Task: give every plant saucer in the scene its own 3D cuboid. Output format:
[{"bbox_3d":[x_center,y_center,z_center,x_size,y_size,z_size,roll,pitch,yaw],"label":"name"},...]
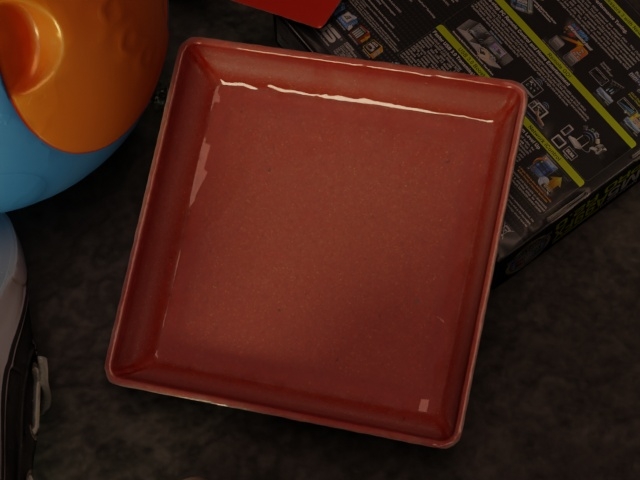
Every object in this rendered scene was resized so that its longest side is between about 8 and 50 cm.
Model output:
[{"bbox_3d":[0.000,0.000,1.242,0.259,0.048,0.259,9,80,15],"label":"plant saucer"}]

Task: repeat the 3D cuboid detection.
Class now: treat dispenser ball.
[{"bbox_3d":[-0.248,-0.161,1.219,0.288,0.288,0.288,0,68,1],"label":"treat dispenser ball"}]

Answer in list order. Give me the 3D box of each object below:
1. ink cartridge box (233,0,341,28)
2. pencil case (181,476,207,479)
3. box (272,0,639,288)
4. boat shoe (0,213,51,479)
[{"bbox_3d":[-0.021,-0.285,1.355,0.189,0.066,0.232,21,58,25],"label":"ink cartridge box"},{"bbox_3d":[0.005,0.315,1.085,0.410,0.183,0.160,38,65,17],"label":"pencil case"},{"bbox_3d":[0.128,-0.130,1.324,0.216,0.060,0.270,-36,72,-13],"label":"box"},{"bbox_3d":[-0.237,0.108,1.208,0.113,0.105,0.306,-20,44,5],"label":"boat shoe"}]
